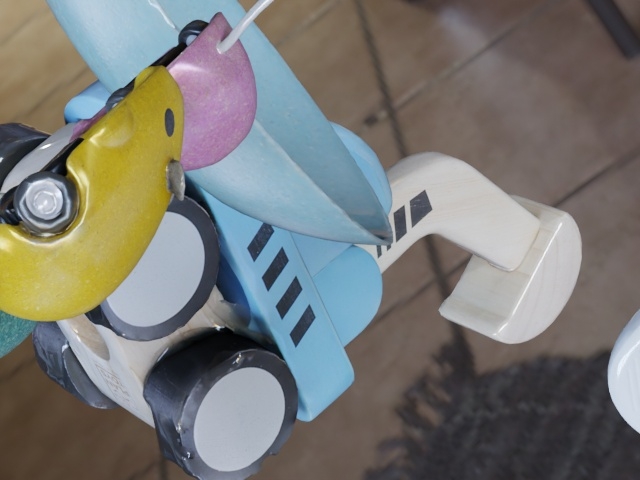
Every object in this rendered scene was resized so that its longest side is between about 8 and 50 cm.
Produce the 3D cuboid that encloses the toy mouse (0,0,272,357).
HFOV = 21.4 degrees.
[{"bbox_3d":[-0.060,-0.007,0.416,0.161,0.031,0.143,-45,10,-20],"label":"toy mouse"}]

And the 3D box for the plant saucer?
[{"bbox_3d":[-0.048,-0.065,0.571,0.037,0.195,0.195,-37,30,8],"label":"plant saucer"}]

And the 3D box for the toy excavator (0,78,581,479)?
[{"bbox_3d":[0.000,0.000,1.342,0.445,0.433,0.222,-40,36,-21],"label":"toy excavator"}]

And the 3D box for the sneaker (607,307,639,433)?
[{"bbox_3d":[0.235,-0.002,0.747,0.256,0.094,0.151,-31,13,5],"label":"sneaker"}]
